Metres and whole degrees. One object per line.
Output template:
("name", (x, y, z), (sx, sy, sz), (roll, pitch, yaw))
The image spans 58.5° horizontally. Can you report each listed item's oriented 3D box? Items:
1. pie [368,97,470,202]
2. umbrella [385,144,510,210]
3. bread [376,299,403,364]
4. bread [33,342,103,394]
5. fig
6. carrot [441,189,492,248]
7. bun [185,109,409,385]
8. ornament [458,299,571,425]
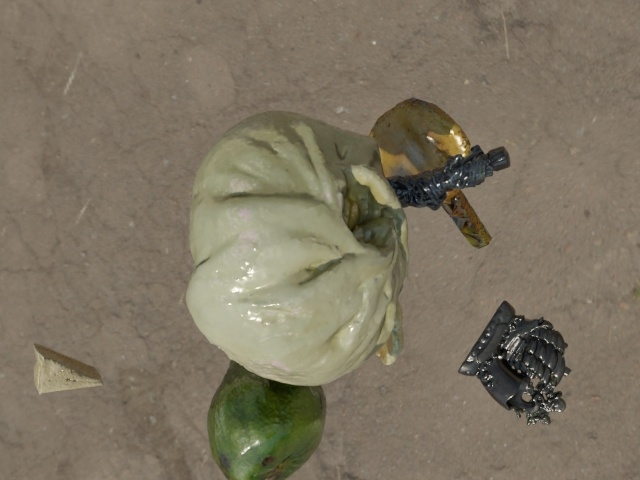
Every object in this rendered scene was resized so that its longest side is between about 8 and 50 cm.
("pie", (0.215, -0.191, 1.288), (0.273, 0.069, 0.273), (22, 125, 35))
("umbrella", (0.203, -0.095, 0.947), (0.224, 0.080, 0.071), (-19, 52, 21))
("bread", (0.199, 0.232, 1.782), (0.054, 0.316, 0.315), (-4, 97, -10))
("bread", (-0.591, 0.293, 1.344), (0.077, 0.152, 0.105), (27, 111, 47))
("fig", (-0.108, 0.255, 0.919), (0.235, 0.203, 0.203), (49, 115, 32))
("carrot", (0.346, -0.070, 1.404), (0.069, 0.069, 0.228), (-27, 117, 26))
("bun", (0.000, 0.000, 0.726), (0.219, 0.365, 0.365), (-12, 92, 26))
("ornament", (0.504, 0.307, 1.407), (0.260, 0.106, 0.251), (31, 93, 17))
